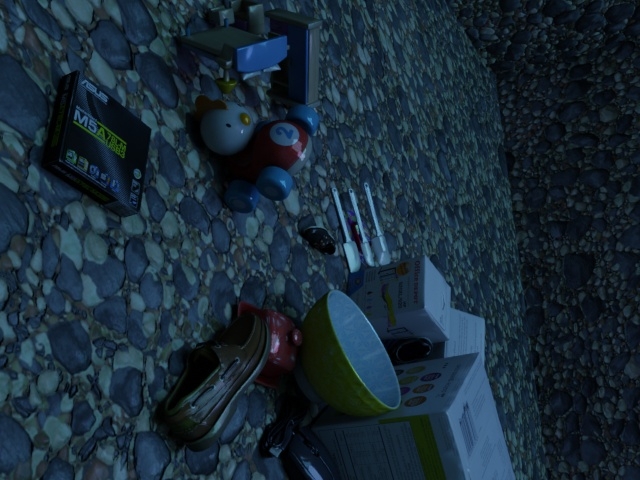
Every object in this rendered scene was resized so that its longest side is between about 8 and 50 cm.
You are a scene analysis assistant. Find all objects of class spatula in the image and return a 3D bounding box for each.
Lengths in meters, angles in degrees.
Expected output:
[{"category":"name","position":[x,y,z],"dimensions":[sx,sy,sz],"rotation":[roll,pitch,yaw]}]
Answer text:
[{"category":"spatula","position":[0.111,-0.040,2.183],"dimensions":[0.168,0.019,0.242],"rotation":[-13,86,-37]}]

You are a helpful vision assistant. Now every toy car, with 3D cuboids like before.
[{"category":"toy car","position":[-0.158,-0.221,1.634],"dimensions":[0.238,0.210,0.219],"rotation":[41,52,-30]}]

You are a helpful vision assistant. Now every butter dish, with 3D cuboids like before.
[{"category":"butter dish","position":[-0.091,0.207,1.607],"dimensions":[0.160,0.118,0.160],"rotation":[37,45,-51]}]

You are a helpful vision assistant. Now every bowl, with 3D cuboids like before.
[{"category":"bowl","position":[0.034,0.268,1.694],"dimensions":[0.289,0.156,0.289],"rotation":[52,16,-22]}]

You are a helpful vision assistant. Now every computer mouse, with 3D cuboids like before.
[{"category":"computer mouse","position":[-0.019,0.480,1.659],"dimensions":[0.272,0.072,0.188],"rotation":[68,27,-15]}]

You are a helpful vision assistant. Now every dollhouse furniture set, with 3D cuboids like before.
[{"category":"dollhouse furniture set","position":[-0.183,-0.383,1.727],"dimensions":[0.303,0.286,0.198],"rotation":[-28,132,-40]}]

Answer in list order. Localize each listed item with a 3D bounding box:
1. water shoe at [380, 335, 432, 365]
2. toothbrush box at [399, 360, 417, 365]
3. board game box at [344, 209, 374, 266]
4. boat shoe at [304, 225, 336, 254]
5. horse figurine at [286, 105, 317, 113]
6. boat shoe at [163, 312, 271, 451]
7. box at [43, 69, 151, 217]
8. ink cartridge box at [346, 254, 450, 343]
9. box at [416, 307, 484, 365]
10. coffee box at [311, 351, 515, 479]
[{"category":"water shoe","position":[0.183,0.283,1.999],"dimensions":[0.080,0.203,0.073],"rotation":[11,64,-78]},{"category":"toothbrush box","position":[0.326,0.452,2.281],"dimensions":[0.216,0.126,0.296],"rotation":[47,39,-42]},{"category":"board game box","position":[0.120,-0.011,2.222],"dimensions":[0.169,0.033,0.133],"rotation":[46,39,-45]},{"category":"boat shoe","position":[0.002,-0.001,1.969],"dimensions":[0.133,0.048,0.042],"rotation":[37,37,-57]},{"category":"horse figurine","position":[-0.060,-0.412,2.047],"dimensions":[0.174,0.066,0.264],"rotation":[38,46,-59]},{"category":"boat shoe","position":[-0.182,0.227,1.425],"dimensions":[0.104,0.110,0.307],"rotation":[55,34,-26]},{"category":"box","position":[-0.372,-0.161,1.336],"dimensions":[0.190,0.045,0.184],"rotation":[41,44,-49]},{"category":"ink cartridge box","position":[0.207,0.171,2.072],"dimensions":[0.168,0.232,0.171],"rotation":[48,37,-42]},{"category":"box","position":[0.349,0.307,2.127],"dimensions":[0.119,0.181,0.182],"rotation":[18,54,-12]},{"category":"coffee box","position":[0.225,0.498,1.827],"dimensions":[0.337,0.334,0.338],"rotation":[-30,105,-63]}]
